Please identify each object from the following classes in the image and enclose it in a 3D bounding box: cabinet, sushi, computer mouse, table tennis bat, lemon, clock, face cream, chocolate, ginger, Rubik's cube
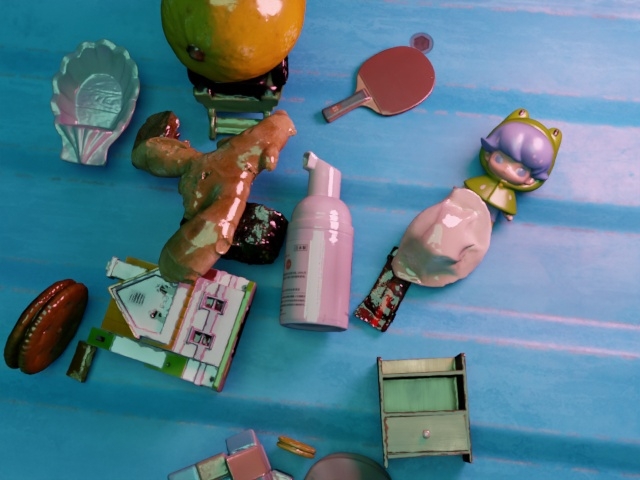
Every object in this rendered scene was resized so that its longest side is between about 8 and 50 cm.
[{"bbox_3d":[0.204,0.339,1.689,0.174,0.148,0.215,-3,78,3],"label":"cabinet"},{"bbox_3d":[-0.185,-0.024,1.806,0.225,0.124,0.127,17,76,12],"label":"sushi"},{"bbox_3d":[0.038,0.587,1.677,0.197,0.095,0.331,10,78,10],"label":"computer mouse"},{"bbox_3d":[0.128,-0.340,1.911,0.274,0.021,0.154,-28,77,-4],"label":"table tennis bat"},{"bbox_3d":[-0.168,-0.458,1.655,0.297,0.297,0.297,-1,77,4],"label":"lemon"},{"bbox_3d":[-0.313,0.154,1.761,0.309,0.166,0.235,19,79,0],"label":"clock"},{"bbox_3d":[0.000,0.000,1.779,0.145,0.145,0.370,4,79,5],"label":"face cream"},{"bbox_3d":[0.148,0.102,1.807,0.086,0.028,0.182,32,81,11],"label":"chocolate"},{"bbox_3d":[-0.197,-0.113,1.710,0.348,0.122,0.363,-23,50,6],"label":"ginger"},{"bbox_3d":[-0.153,0.515,1.641,0.213,0.224,0.265,-21,71,-2],"label":"Rubik's cube"}]

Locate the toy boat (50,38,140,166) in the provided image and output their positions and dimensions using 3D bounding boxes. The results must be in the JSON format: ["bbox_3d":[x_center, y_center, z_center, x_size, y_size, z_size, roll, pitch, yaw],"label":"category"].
[{"bbox_3d":[-0.501,-0.302,1.905,0.199,0.100,0.290,8,77,6],"label":"toy boat"}]

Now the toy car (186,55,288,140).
[{"bbox_3d":[-0.174,-0.414,1.876,0.213,0.176,0.359,1,73,2],"label":"toy car"}]

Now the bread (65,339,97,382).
[{"bbox_3d":[-0.509,0.258,1.813,0.047,0.036,0.083,17,80,16],"label":"bread"}]

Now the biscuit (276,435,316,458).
[{"bbox_3d":[-0.049,0.420,1.721,0.084,0.084,0.023,19,80,8],"label":"biscuit"}]

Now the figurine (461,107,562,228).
[{"bbox_3d":[0.395,-0.145,1.798,0.162,0.143,0.263,34,99,16],"label":"figurine"}]

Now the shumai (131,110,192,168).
[{"bbox_3d":[-0.363,-0.211,1.892,0.139,0.105,0.123,-37,34,-14],"label":"shumai"}]

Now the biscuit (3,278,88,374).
[{"bbox_3d":[-0.560,0.174,1.744,0.066,0.220,0.220,30,81,6],"label":"biscuit"}]

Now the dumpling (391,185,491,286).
[{"bbox_3d":[0.258,0.010,1.776,0.166,0.126,0.216,42,74,-1],"label":"dumpling"}]
